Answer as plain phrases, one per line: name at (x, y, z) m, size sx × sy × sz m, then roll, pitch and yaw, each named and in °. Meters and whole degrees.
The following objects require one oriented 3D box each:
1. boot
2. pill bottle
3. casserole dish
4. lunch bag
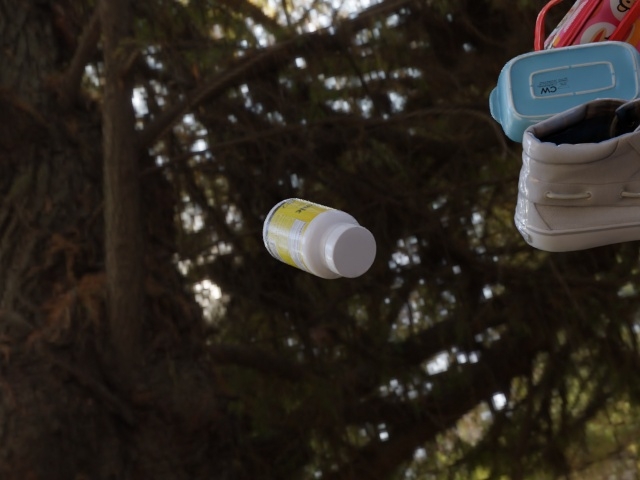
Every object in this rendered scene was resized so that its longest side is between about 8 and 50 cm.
boot at (0.306, -0.072, 0.872) m, size 0.258 × 0.095 × 0.123 m, roll -12°, pitch -51°, yaw -6°
pill bottle at (0.000, 0.000, 0.895) m, size 0.065 × 0.065 × 0.116 m, roll 5°, pitch 8°, yaw -34°
casserole dish at (0.286, -0.173, 1.085) m, size 0.188 × 0.114 × 0.037 m, roll -7°, pitch -24°, yaw 13°
lunch bag at (0.432, -0.270, 1.378) m, size 0.258 × 0.120 × 0.293 m, roll 32°, pitch -79°, yaw -9°
